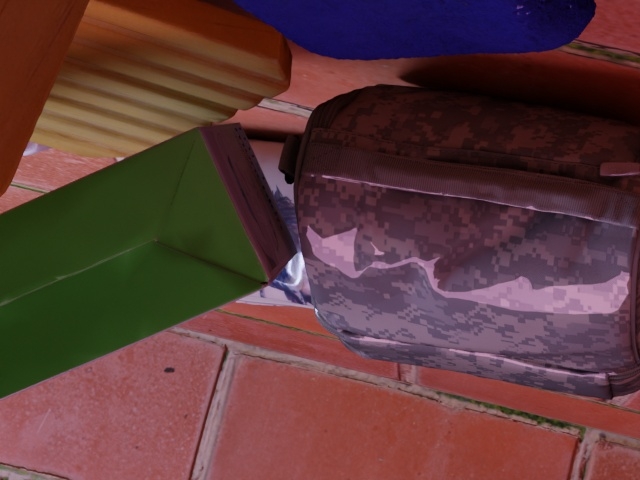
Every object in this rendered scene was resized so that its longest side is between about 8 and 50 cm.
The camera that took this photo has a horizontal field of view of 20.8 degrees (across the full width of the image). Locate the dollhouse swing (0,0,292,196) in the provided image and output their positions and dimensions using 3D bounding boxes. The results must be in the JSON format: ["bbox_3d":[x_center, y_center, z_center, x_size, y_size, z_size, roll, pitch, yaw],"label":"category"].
[{"bbox_3d":[-0.237,-0.047,1.247,0.305,0.315,0.347,31,152,-27],"label":"dollhouse swing"}]

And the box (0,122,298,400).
[{"bbox_3d":[-0.164,0.020,1.292,0.262,0.126,0.231,-23,-176,7],"label":"box"}]

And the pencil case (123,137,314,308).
[{"bbox_3d":[0.000,0.000,1.669,0.410,0.183,0.160,7,-175,29],"label":"pencil case"}]

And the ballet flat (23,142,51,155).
[{"bbox_3d":[-0.351,-0.140,1.563,0.409,0.147,0.147,21,167,-31],"label":"ballet flat"}]

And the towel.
[{"bbox_3d":[-0.001,-0.197,0.988,0.228,0.076,0.308,3,162,37],"label":"towel"}]

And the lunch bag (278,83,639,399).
[{"bbox_3d":[0.139,-0.009,1.376,0.305,0.212,0.256,10,168,16],"label":"lunch bag"}]
